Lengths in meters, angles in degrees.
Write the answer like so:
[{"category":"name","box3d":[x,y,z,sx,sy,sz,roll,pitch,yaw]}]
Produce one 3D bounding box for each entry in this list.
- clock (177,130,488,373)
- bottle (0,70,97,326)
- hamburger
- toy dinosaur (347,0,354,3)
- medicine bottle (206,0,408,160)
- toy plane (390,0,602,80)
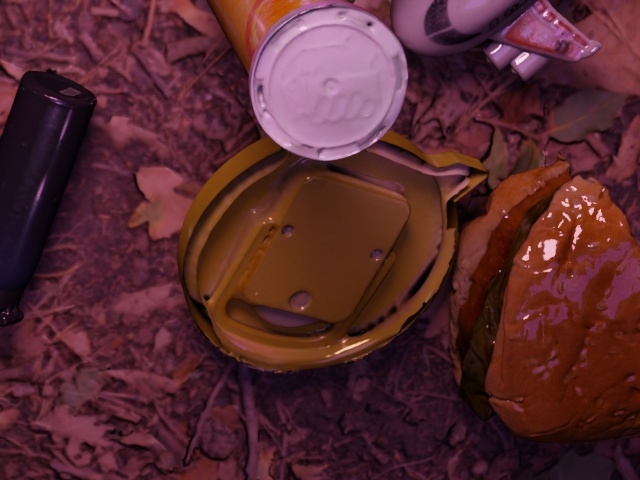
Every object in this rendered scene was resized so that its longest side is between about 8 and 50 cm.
[{"category":"clock","box3d":[-0.002,-0.001,1.457,0.277,0.071,0.293,22,115,-30]},{"category":"bottle","box3d":[-0.282,-0.036,1.382,0.082,0.072,0.244,28,109,17]},{"category":"hamburger","box3d":[0.230,0.102,1.507,0.209,0.162,0.330,-26,121,-2]},{"category":"toy dinosaur","box3d":[0.037,-0.329,1.194,0.301,0.087,0.447,-27,133,1]},{"category":"medicine bottle","box3d":[-0.040,-0.185,1.169,0.108,0.426,0.108,-5,114,-12]},{"category":"toy plane","box3d":[0.171,-0.260,1.357,0.252,0.118,0.252,-4,115,-8]}]
